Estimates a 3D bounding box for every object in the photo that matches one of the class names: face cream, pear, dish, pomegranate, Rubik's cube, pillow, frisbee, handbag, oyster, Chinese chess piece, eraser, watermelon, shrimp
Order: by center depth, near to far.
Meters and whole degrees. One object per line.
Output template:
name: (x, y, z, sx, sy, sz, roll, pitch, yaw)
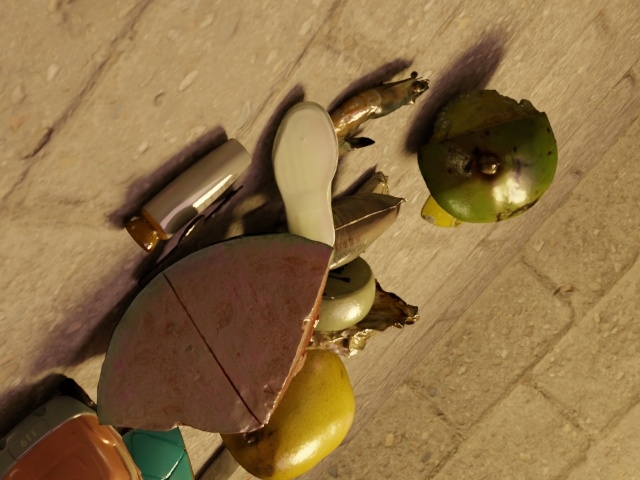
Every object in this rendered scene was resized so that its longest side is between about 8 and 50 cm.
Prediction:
face cream: (-0.168, -0.059, 1.195, 0.182, 0.051, 0.072, -43, 166, -13)
frisbee: (-0.169, -0.019, 1.284, 0.187, 0.012, 0.211, -48, -175, -40)
watermelon: (-0.149, 0.143, 1.421, 0.222, 0.292, 0.319, 79, 23, -82)
shrimp: (0.081, -0.194, 1.473, 0.217, 0.051, 0.150, -27, 158, -28)
handbag: (0.000, 0.000, 1.569, 0.270, 0.117, 0.182, -23, 171, -31)
Chinese chess piece: (0.003, 0.080, 1.645, 0.188, 0.188, 0.083, -29, 133, -42)
Rubik's cube: (-0.342, 0.417, 1.686, 0.254, 0.254, 0.254, -40, 161, -17)
oyster: (0.050, 0.147, 1.762, 0.361, 0.221, 0.096, -32, 141, -61)
pillow: (0.088, -0.050, 1.769, 0.119, 0.053, 0.208, -47, 162, -11)
pear: (-0.069, 0.306, 1.777, 0.285, 0.285, 0.336, -49, -157, 7)
pomegranate: (0.326, -0.158, 1.788, 0.260, 0.260, 0.340, -51, 164, 14)
dish: (0.310, -0.081, 2.153, 0.149, 0.080, 0.207, -46, 160, 0)
eraser: (-0.189, 0.542, 2.362, 0.397, 0.082, 0.213, -51, 160, 14)

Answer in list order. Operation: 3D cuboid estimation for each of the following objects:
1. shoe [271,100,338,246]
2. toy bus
shoe: (-0.026, -0.105, 1.380, 0.095, 0.110, 0.265, -5, 129, -5)
toy bus: (-0.358, 0.357, 1.380, 0.194, 0.232, 0.288, -43, 160, -18)
